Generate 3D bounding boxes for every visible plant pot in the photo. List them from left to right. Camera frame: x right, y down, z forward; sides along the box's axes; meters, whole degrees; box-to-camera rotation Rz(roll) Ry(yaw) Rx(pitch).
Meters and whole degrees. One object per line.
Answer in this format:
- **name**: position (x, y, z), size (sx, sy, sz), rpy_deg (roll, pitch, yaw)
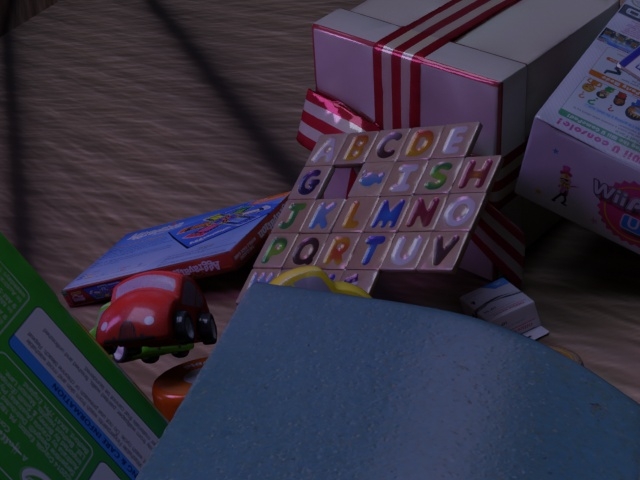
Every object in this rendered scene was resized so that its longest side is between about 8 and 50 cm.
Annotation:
- **plant pot**: position (0.063, 0.187, 0.738), size (0.252, 0.248, 0.247), rpy_deg (0, 28, 15)

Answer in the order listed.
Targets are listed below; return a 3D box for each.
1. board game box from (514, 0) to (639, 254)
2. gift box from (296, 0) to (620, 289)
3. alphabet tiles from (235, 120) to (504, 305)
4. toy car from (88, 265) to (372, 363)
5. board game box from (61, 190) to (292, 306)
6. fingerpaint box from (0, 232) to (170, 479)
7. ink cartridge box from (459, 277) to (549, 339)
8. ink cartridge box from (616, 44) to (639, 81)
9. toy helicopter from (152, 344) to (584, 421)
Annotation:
- **board game box**: position (0.346, -0.113, 1.169), size (0.224, 0.098, 0.303), rpy_deg (29, 50, 17)
- **gift box**: position (0.148, -0.107, 1.305), size (0.255, 0.276, 0.258), rpy_deg (19, 39, 38)
- **alphabet tiles**: position (0.046, -0.022, 1.135), size (0.237, 0.009, 0.198), rpy_deg (-1, 54, 44)
- **toy car**: position (-0.103, 0.057, 0.933), size (0.239, 0.053, 0.225), rpy_deg (0, -10, -43)
- **board game box**: position (-0.169, 0.012, 1.522), size (0.281, 0.027, 0.145), rpy_deg (-13, 24, 38)
- **fingerpaint box**: position (-0.333, 0.130, 0.790), size (0.371, 0.445, 0.163), rpy_deg (-30, 17, 28)
- **ink cartridge box**: position (0.167, 0.067, 1.166), size (0.048, 0.028, 0.083), rpy_deg (-25, 24, -10)
- **ink cartridge box**: position (0.409, -0.074, 1.033), size (0.332, 0.065, 0.165), rpy_deg (38, 54, 24)
- **toy helicopter**: position (0.038, 0.132, 1.055), size (0.354, 0.140, 0.235), rpy_deg (-8, 15, 2)
